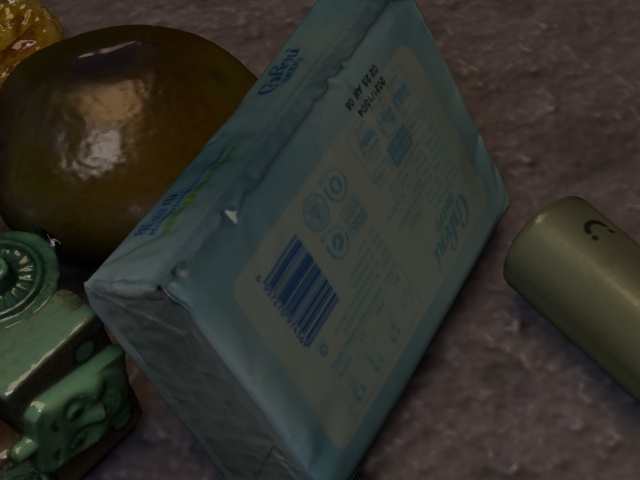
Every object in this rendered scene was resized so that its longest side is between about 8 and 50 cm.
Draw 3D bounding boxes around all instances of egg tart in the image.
[{"bbox_3d":[-0.245,-0.128,0.972,0.130,0.052,0.130,-1,46,1],"label":"egg tart"}]

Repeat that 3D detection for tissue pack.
[{"bbox_3d":[0.000,0.000,0.770,0.089,0.177,0.263,-4,40,38],"label":"tissue pack"}]

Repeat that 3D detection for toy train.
[{"bbox_3d":[-0.251,0.033,0.779,0.326,0.129,0.159,34,63,27],"label":"toy train"}]

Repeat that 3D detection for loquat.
[{"bbox_3d":[-0.118,-0.062,0.852,0.195,0.152,0.152,-10,48,-18],"label":"loquat"}]

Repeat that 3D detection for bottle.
[{"bbox_3d":[0.197,0.059,0.776,0.072,0.072,0.201,-30,53,-23],"label":"bottle"}]
